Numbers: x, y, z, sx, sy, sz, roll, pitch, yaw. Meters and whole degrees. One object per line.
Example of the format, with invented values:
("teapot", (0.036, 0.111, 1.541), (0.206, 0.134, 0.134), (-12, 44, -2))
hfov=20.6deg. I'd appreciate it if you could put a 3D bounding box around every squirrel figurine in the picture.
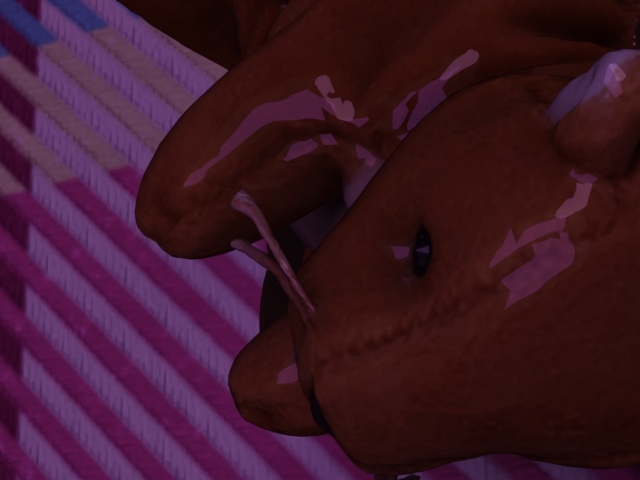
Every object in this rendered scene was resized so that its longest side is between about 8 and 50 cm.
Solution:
("squirrel figurine", (0.119, -0.047, 0.749), (0.397, 0.281, 0.370), (-20, 18, -4))

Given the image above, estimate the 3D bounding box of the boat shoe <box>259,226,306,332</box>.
("boat shoe", (0.001, 0.000, 1.004), (0.056, 0.048, 0.153), (-18, 57, 38))
